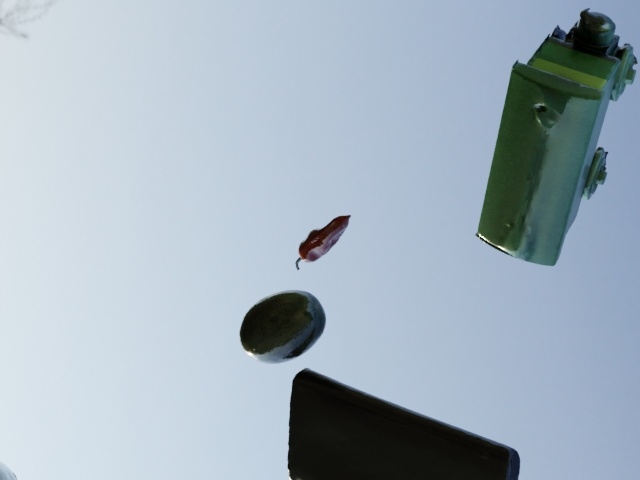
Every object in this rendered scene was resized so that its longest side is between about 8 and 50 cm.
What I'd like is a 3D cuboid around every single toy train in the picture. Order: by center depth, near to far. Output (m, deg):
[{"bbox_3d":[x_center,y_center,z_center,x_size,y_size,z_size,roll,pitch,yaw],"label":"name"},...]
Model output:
[{"bbox_3d":[0.294,-0.127,1.314,0.202,0.120,0.300,-49,154,-42],"label":"toy train"}]

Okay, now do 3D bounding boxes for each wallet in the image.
[{"bbox_3d":[0.124,0.366,1.727,0.406,0.062,0.228,17,-65,31],"label":"wallet"}]

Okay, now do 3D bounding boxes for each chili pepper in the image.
[{"bbox_3d":[-0.001,-0.001,2.093,0.191,0.059,0.050,-43,-121,38],"label":"chili pepper"}]

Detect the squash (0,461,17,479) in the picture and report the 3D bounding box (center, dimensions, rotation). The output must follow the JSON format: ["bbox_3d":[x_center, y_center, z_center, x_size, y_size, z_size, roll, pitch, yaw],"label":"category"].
[{"bbox_3d":[-0.474,0.340,1.396,0.247,0.133,0.132,126,-18,-74],"label":"squash"}]

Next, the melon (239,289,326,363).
[{"bbox_3d":[-0.067,0.146,1.765,0.167,0.114,0.114,-26,-134,25],"label":"melon"}]
